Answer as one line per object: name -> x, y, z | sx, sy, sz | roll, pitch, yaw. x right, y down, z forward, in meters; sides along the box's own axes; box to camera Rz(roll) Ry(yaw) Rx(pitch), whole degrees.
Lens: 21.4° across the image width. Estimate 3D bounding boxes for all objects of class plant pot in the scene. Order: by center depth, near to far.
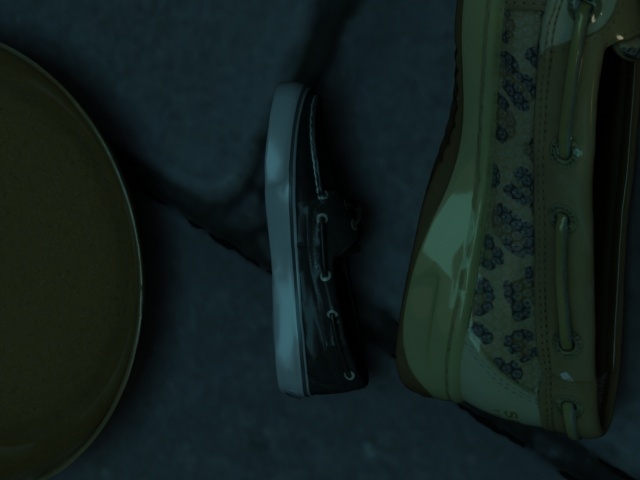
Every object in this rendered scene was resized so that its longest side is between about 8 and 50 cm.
plant pot -> -0.180, 0.011, 0.854 | 0.236, 0.032, 0.236 | 4, 99, 28

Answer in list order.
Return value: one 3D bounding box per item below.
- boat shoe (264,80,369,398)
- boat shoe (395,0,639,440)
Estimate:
boat shoe -> 0.000, 0.000, 0.749 | 0.040, 0.049, 0.142 | 0, 100, 10
boat shoe -> 0.103, -0.059, 0.656 | 0.089, 0.104, 0.285 | 20, 117, 20
